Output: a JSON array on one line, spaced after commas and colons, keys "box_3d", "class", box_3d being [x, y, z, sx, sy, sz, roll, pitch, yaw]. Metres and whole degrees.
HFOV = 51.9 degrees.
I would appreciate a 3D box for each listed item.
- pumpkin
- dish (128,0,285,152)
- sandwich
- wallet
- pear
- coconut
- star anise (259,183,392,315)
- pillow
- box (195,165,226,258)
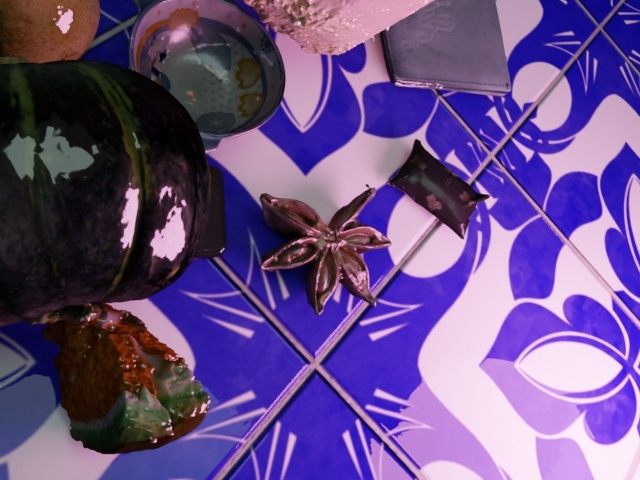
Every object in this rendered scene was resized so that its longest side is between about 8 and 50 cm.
[{"box_3d": [-0.265, -0.046, 0.609, 0.323, 0.323, 0.242, -6, 96, -29], "class": "pumpkin"}, {"box_3d": [-0.165, -0.217, 0.857, 0.227, 0.086, 0.236, 33, 61, -12], "class": "dish"}, {"box_3d": [-0.193, 0.133, 0.660, 0.109, 0.184, 0.160, -12, 81, -38], "class": "sandwich"}, {"box_3d": [0.199, -0.389, 1.129, 0.251, 0.054, 0.291, -2, 78, -24], "class": "wallet"}, {"box_3d": [-0.335, -0.273, 0.745, 0.136, 0.167, 0.167, -23, 83, -40], "class": "pear"}, {"box_3d": [0.041, -0.424, 0.872, 0.297, 0.309, 0.298, 43, 32, -36], "class": "coconut"}, {"box_3d": [0.006, 0.016, 0.878, 0.207, 0.063, 0.172, -8, 80, -33], "class": "star anise"}, {"box_3d": [0.181, -0.078, 1.007, 0.150, 0.048, 0.090, 36, 51, -7], "class": "pillow"}, {"box_3d": [-0.180, -0.038, 0.821, 0.126, 0.027, 0.125, 3, 73, -28], "class": "box"}]
